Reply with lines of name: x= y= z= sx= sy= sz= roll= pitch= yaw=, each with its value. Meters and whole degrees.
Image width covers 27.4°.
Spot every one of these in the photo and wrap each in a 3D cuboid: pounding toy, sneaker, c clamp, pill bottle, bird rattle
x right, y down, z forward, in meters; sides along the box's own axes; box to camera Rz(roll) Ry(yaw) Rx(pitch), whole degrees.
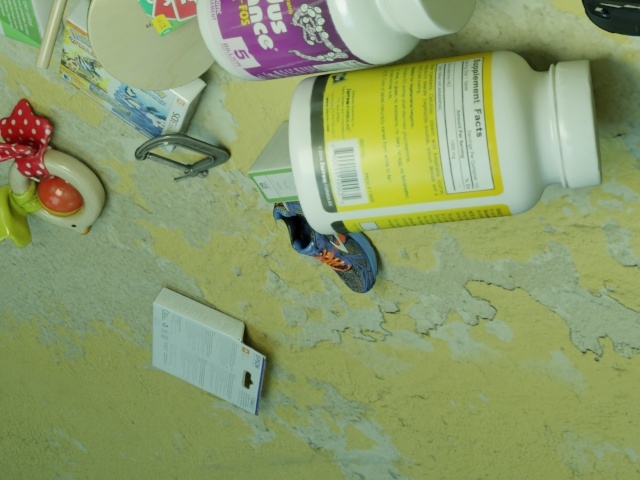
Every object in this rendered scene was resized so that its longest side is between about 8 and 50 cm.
pounding toy: x=-0.243 y=-0.300 z=1.696 sx=0.236 sy=0.110 sz=0.183 roll=7 pitch=116 yaw=-21
sneaker: x=0.000 y=0.000 z=1.897 sx=0.083 sy=0.087 sz=0.221 roll=-13 pitch=124 yaw=47
c clamp: x=-0.208 y=-0.118 z=1.916 sx=0.137 sy=0.022 sz=0.160 roll=-13 pitch=160 yaw=31
pill bottle: x=0.018 y=-0.276 z=1.476 sx=0.301 sy=0.169 sz=0.169 roll=-3 pitch=132 yaw=40
bird rattle: x=-0.445 y=-0.102 z=2.141 sx=0.206 sy=0.143 sz=0.253 roll=23 pitch=133 yaw=-5
pill bottle: x=0.145 y=-0.114 z=1.497 sx=0.333 sy=0.188 sz=0.188 roll=-6 pitch=134 yaw=13

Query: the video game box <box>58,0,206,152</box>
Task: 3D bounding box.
video game box: x=-0.268 y=-0.226 z=1.846 sx=0.205 sy=0.048 sz=0.187 roll=34 pitch=155 yaw=-1

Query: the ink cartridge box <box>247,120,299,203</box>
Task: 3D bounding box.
ink cartridge box: x=0.015 y=-0.113 z=1.729 sx=0.209 sy=0.109 sz=0.062 roll=-5 pitch=130 yaw=42

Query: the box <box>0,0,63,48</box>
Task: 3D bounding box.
box: x=-0.521 y=-0.410 z=1.840 sx=0.322 sy=0.058 sz=0.232 roll=23 pitch=147 yaw=17

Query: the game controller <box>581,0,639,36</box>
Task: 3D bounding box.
game controller: x=0.403 y=-0.269 z=1.288 sx=0.319 sy=0.067 sz=0.167 roll=10 pitch=125 yaw=29

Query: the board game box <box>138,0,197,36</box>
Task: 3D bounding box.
board game box: x=-0.208 y=-0.384 z=1.579 sx=0.259 sy=0.124 sz=0.039 roll=58 pitch=180 yaw=-28

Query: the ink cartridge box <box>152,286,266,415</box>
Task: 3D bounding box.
ink cartridge box: x=-0.193 y=0.198 z=2.327 sx=0.224 sy=0.045 sz=0.223 roll=25 pitch=145 yaw=10
